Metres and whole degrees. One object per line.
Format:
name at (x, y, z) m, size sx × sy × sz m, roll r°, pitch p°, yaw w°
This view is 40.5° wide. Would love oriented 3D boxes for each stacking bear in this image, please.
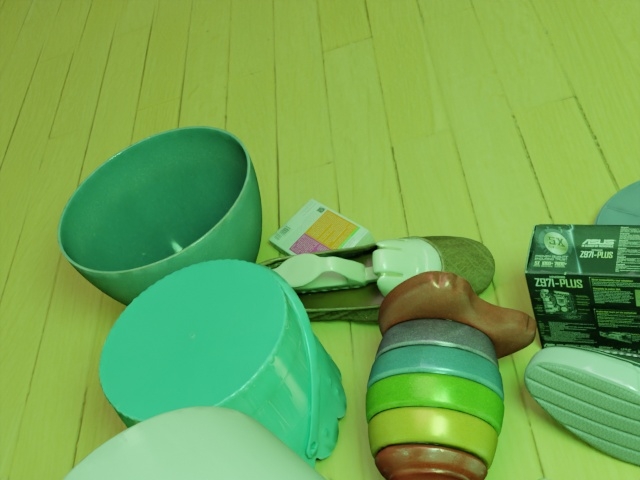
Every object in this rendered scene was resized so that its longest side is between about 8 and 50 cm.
stacking bear at (0.124, 0.209, 0.934) m, size 0.164 × 0.175 × 0.289 m, roll -31°, pitch 40°, yaw 46°

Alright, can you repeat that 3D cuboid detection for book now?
book at (0.000, 0.000, 1.294) m, size 0.096 × 0.035 × 0.144 m, roll -43°, pitch 45°, yaw -14°

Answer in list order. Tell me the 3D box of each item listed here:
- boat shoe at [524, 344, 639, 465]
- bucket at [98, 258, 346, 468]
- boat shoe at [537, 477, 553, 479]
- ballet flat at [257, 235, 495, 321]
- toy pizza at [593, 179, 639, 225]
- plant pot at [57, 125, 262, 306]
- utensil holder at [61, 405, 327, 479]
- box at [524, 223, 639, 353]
boat shoe at (0.385, 0.169, 0.895) m, size 0.335 × 0.121 × 0.119 m, roll 17°, pitch 47°, yaw 24°
bucket at (-0.120, 0.168, 1.063) m, size 0.281 × 0.183 × 0.281 m, roll -13°, pitch 43°, yaw 12°
boat shoe at (0.261, 0.287, 0.863) m, size 0.042 × 0.049 × 0.133 m, roll -34°, pitch 46°, yaw -23°
ballet flat at (0.052, 0.046, 1.143) m, size 0.342 × 0.124 × 0.116 m, roll -5°, pitch 70°, yaw 20°
toy pizza at (0.448, -0.008, 1.092) m, size 0.201 × 0.032 × 0.201 m, roll -13°, pitch 44°, yaw 13°
plant pot at (-0.204, 0.002, 1.263) m, size 0.290 × 0.195 × 0.290 m, roll -13°, pitch 43°, yaw 12°
utensil holder at (-0.047, 0.363, 0.727) m, size 0.327 × 0.328 × 0.385 m, roll -40°, pitch 43°, yaw -16°
box at (0.337, 0.058, 0.989) m, size 0.180 × 0.147 × 0.078 m, roll 1°, pitch 48°, yaw 27°
